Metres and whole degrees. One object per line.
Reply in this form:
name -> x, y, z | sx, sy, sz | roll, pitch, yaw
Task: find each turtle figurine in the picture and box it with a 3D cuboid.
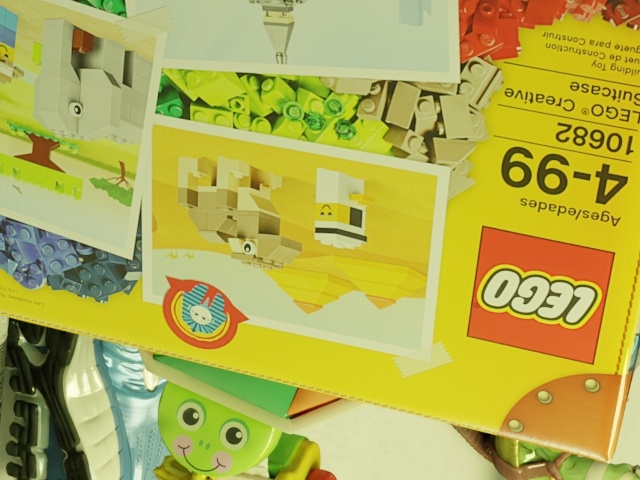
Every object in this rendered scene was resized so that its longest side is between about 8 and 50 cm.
turtle figurine -> 0.262, 0.215, 1.474 | 0.275, 0.198, 0.266 | -10, 118, -23

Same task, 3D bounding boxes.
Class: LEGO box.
LEGO box -> -0.047, -0.134, 0.869 | 0.193, 0.500, 0.372 | -57, 155, -57

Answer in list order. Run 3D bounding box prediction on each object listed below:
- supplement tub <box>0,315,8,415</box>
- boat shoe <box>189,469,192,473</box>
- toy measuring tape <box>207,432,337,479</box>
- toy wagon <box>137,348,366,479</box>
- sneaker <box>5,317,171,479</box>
supplement tub -> -0.278, 0.049, 1.130 | 0.117, 0.117, 0.190 | -3, 110, -30
boat shoe -> -0.147, 0.191, 1.303 | 0.049, 0.056, 0.152 | 31, 92, -41
toy measuring tape -> -0.043, 0.165, 1.299 | 0.121, 0.121, 0.330 | -20, 133, -23
toy wagon -> -0.024, 0.023, 1.065 | 0.344, 0.267, 0.068 | -68, 167, 2
sneaker -> -0.165, 0.067, 1.215 | 0.147, 0.130, 0.330 | -18, 112, -49
